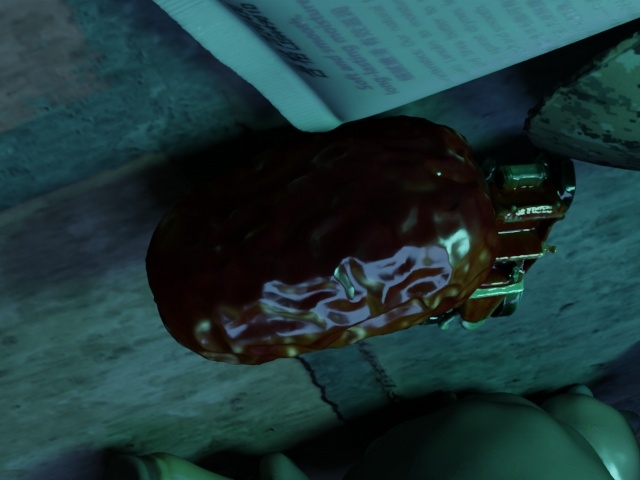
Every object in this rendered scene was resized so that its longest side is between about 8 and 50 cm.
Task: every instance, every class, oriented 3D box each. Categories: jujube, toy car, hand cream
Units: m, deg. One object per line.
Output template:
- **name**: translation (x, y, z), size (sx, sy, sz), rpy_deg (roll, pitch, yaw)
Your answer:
- **jujube**: translation (0.000, 0.000, 0.890), size (0.176, 0.109, 0.112), rpy_deg (-16, 180, -1)
- **toy car**: translation (0.094, 0.003, 1.000), size (0.073, 0.054, 0.143), rpy_deg (-5, 145, -18)
- **hand cream**: translation (0.111, -0.145, 0.749), size (0.358, 0.118, 0.185), rpy_deg (-20, 155, 18)

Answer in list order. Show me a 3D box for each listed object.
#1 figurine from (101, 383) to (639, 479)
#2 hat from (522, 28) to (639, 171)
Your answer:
- **figurine**: translation (0.044, 0.205, 1.160), size (0.380, 0.248, 0.203), rpy_deg (4, 163, -12)
- **hat**: translation (0.246, -0.047, 0.877), size (0.265, 0.128, 0.265), rpy_deg (-20, 168, -4)
